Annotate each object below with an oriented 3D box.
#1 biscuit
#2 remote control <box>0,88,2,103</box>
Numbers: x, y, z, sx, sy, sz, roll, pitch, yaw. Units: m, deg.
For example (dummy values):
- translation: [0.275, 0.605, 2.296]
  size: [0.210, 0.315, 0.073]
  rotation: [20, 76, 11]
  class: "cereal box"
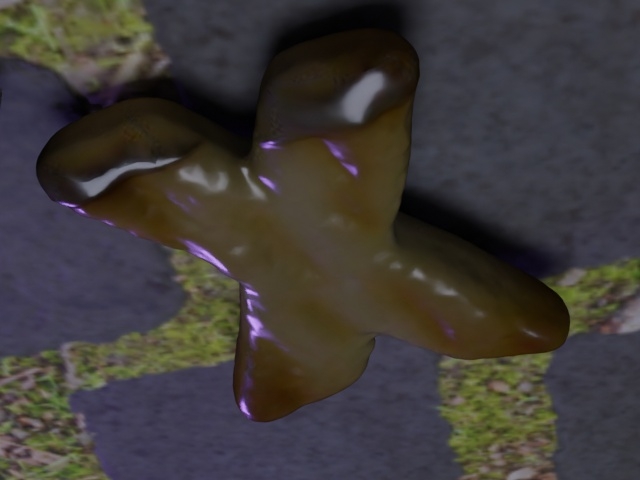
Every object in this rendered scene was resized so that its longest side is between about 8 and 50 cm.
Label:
- translation: [-0.001, 0.000, 0.666]
  size: [0.164, 0.047, 0.208]
  rotation: [-14, 141, 20]
  class: "biscuit"
- translation: [-0.247, 0.000, 0.660]
  size: [0.103, 0.055, 0.277]
  rotation: [26, 137, -30]
  class: "remote control"
